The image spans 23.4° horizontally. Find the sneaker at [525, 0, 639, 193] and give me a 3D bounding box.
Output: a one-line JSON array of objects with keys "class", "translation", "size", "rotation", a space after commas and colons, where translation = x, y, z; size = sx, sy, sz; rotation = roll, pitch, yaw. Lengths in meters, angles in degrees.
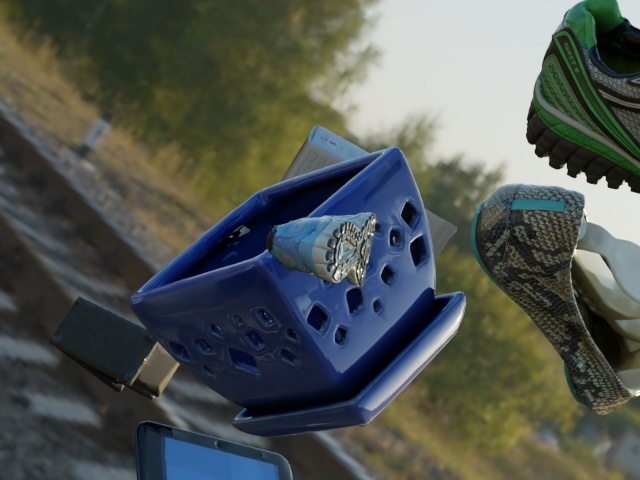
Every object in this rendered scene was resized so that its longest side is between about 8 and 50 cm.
[{"class": "sneaker", "translation": [0.316, -0.088, 1.229], "size": [0.343, 0.146, 0.134], "rotation": [26, 42, 29]}]

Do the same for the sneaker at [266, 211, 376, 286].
[{"class": "sneaker", "translation": [0.000, 0.000, 1.279], "size": [0.073, 0.063, 0.162], "rotation": [11, -1, 15]}]

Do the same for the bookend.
[{"class": "bookend", "translation": [-0.236, 0.158, 1.972], "size": [0.156, 0.072, 0.157], "rotation": [22, -16, 38]}]

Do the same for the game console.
[{"class": "game console", "translation": [-0.084, 0.363, 2.003], "size": [0.293, 0.173, 0.250], "rotation": [21, -8, -43]}]

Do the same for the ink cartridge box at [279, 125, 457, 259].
[{"class": "ink cartridge box", "translation": [0.048, -0.027, 2.127], "size": [0.232, 0.189, 0.066], "rotation": [27, 39, -8]}]

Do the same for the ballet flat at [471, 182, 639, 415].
[{"class": "ballet flat", "translation": [0.349, 0.088, 1.903], "size": [0.182, 0.164, 0.483], "rotation": [-2, -32, 30]}]

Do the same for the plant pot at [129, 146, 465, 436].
[{"class": "plant pot", "translation": [-0.009, 0.066, 1.579], "size": [0.236, 0.236, 0.212], "rotation": [-16, -69, 48]}]
